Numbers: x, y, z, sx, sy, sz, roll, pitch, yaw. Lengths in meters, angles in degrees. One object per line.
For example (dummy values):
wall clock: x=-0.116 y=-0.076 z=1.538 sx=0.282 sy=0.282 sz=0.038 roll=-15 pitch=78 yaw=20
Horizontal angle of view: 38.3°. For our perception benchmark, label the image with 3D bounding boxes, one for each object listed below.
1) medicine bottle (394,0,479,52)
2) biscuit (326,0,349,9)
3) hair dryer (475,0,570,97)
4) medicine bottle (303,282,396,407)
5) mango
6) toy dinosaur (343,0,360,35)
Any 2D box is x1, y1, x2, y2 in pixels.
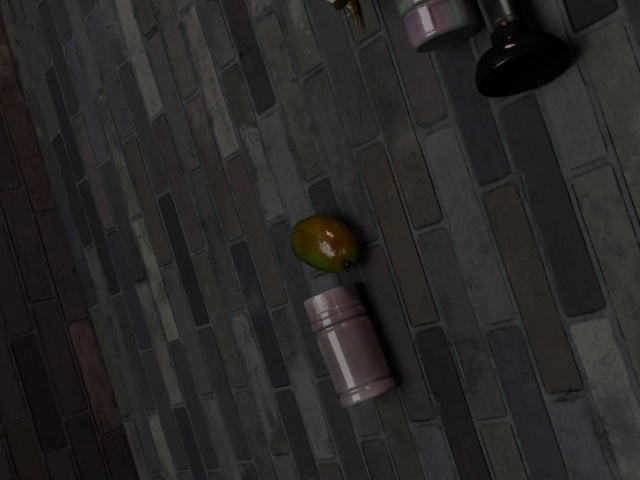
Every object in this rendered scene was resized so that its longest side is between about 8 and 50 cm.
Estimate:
medicine bottle: x=0.196 y=-0.431 z=1.625 sx=0.135 sy=0.135 sz=0.168 roll=-21 pitch=84 yaw=52
biscuit: x=0.024 y=-0.735 z=1.733 sx=0.429 sy=0.104 sz=0.446 roll=49 pitch=121 yaw=30
hair dryer: x=0.328 y=-0.425 z=1.454 sx=0.284 sy=0.156 sz=0.320 roll=-27 pitch=72 yaw=62
medicine bottle: x=0.062 y=0.229 z=2.016 sx=0.133 sy=0.133 sz=0.249 roll=-31 pitch=78 yaw=51
mango: x=0.000 y=0.000 z=2.042 sx=0.233 sy=0.111 sz=0.125 roll=34 pitch=114 yaw=56
toy dinosaur: x=0.059 y=-0.469 z=1.871 sx=0.041 sy=0.026 sz=0.113 roll=-8 pitch=86 yaw=35
